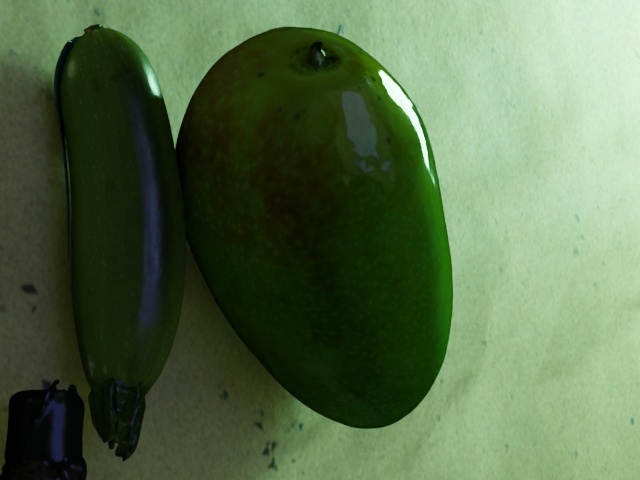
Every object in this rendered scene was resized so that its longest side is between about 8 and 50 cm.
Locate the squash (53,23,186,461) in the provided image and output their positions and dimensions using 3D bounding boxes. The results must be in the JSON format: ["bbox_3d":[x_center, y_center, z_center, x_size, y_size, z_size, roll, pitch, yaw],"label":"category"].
[{"bbox_3d":[-0.148,-0.001,1.424,0.094,0.094,0.341,7,74,-50],"label":"squash"}]

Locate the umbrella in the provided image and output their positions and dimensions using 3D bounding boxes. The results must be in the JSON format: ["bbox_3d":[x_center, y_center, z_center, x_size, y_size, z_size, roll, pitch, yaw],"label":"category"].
[{"bbox_3d":[-0.203,0.260,1.285,0.094,0.090,0.326,15,73,-53],"label":"umbrella"}]

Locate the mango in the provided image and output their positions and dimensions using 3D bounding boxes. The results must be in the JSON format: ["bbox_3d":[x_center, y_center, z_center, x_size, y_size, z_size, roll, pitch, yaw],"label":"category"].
[{"bbox_3d":[0.000,0.000,1.509,0.201,0.225,0.382,-50,138,-40],"label":"mango"}]
